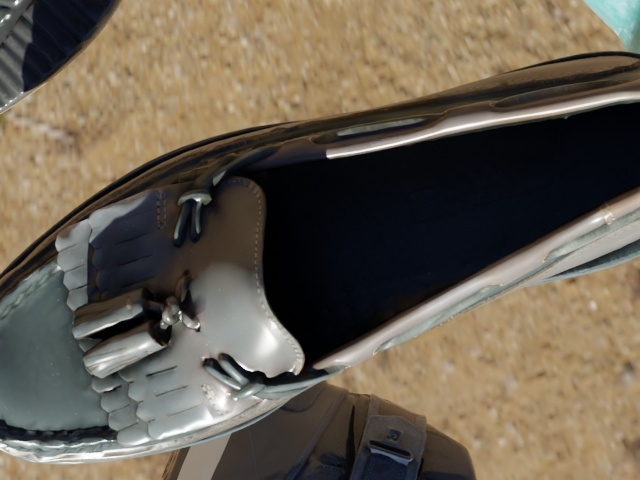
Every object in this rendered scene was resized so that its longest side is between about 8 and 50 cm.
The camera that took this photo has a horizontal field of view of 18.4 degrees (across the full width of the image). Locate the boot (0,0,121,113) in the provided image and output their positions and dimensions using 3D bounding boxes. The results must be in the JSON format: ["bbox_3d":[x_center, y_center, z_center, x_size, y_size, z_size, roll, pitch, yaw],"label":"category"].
[{"bbox_3d":[-0.072,-0.132,0.750,0.077,0.137,0.198,41,108,6],"label":"boot"}]

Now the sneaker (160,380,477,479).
[{"bbox_3d":[-0.009,0.157,0.955,0.163,0.226,0.086,26,140,-6],"label":"sneaker"}]

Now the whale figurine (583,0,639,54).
[{"bbox_3d":[0.205,-0.122,0.799,0.216,0.141,0.272,-3,105,15],"label":"whale figurine"}]

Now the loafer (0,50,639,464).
[{"bbox_3d":[0.000,0.000,0.633,0.267,0.084,0.096,-21,87,2],"label":"loafer"}]
